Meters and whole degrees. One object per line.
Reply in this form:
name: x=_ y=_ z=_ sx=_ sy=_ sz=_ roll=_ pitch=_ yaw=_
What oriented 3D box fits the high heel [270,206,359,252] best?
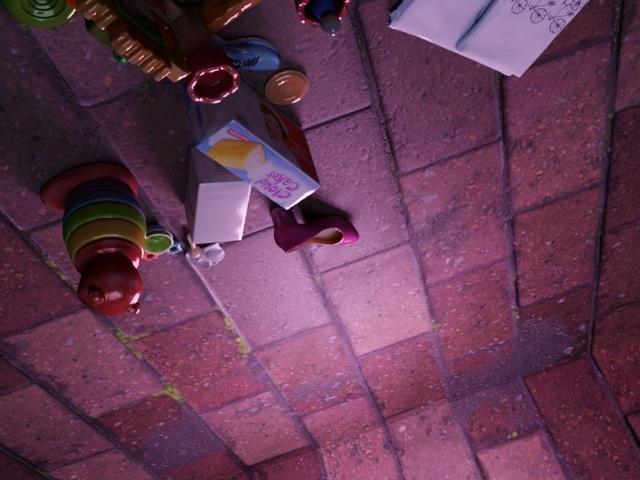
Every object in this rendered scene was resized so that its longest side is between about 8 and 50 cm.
high heel: x=0.000 y=0.000 z=1.845 sx=0.244 sy=0.117 sz=0.082 roll=18 pitch=130 yaw=-40

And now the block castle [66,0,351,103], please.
block castle: x=-0.183 y=-0.377 z=1.127 sx=0.303 sy=0.212 sz=0.453 roll=-31 pitch=152 yaw=16

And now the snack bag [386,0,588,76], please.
snack bag: x=0.333 y=-0.448 z=1.467 sx=0.343 sy=0.037 sz=0.323 roll=12 pitch=135 yaw=-35

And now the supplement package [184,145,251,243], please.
supplement package: x=-0.205 y=-0.090 z=1.646 sx=0.105 sy=0.105 sz=0.179 roll=-6 pitch=142 yaw=-18

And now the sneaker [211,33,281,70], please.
sneaker: x=-0.143 y=-0.303 z=1.416 sx=0.162 sy=0.073 sz=0.063 roll=-1 pitch=141 yaw=-23

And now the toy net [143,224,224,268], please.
toy net: x=-0.308 y=0.030 z=1.811 sx=0.122 sy=0.045 sz=0.232 roll=-40 pitch=140 yaw=26

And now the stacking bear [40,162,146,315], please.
stacking bear: x=-0.397 y=0.011 z=1.536 sx=0.164 sy=0.289 sz=0.175 roll=-34 pitch=142 yaw=20

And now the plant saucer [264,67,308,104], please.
plant saucer: x=-0.062 y=-0.280 z=1.534 sx=0.084 sy=0.013 sz=0.083 roll=-11 pitch=144 yaw=-8

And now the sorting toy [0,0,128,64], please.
sorting toy: x=-0.422 y=-0.339 z=1.202 sx=0.366 sy=0.126 sz=0.127 roll=17 pitch=131 yaw=-38

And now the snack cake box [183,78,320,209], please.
snack cake box: x=-0.121 y=-0.186 z=1.516 sx=0.089 sy=0.152 sz=0.264 roll=-33 pitch=142 yaw=20
